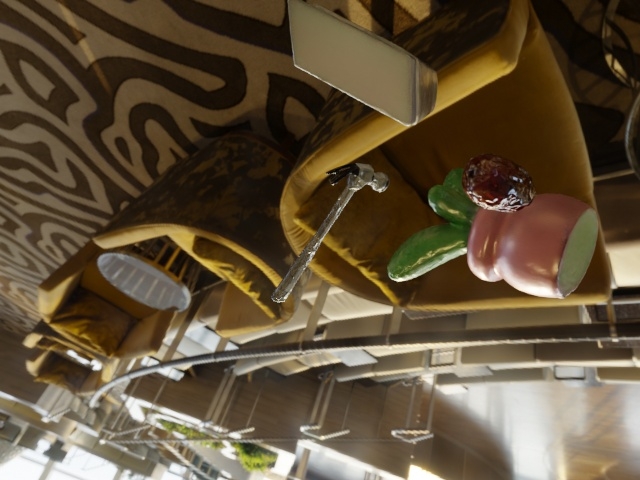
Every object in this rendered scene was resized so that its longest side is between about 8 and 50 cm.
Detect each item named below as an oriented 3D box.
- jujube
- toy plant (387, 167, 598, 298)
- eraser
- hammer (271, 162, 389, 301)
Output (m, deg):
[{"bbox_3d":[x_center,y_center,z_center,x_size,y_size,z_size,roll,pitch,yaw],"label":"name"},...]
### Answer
[{"bbox_3d":[0.262,-0.079,0.601,0.129,0.077,0.077,12,152,-34],"label":"jujube"},{"bbox_3d":[0.340,-0.005,0.853,0.356,0.317,0.210,26,168,40],"label":"toy plant"},{"bbox_3d":[0.096,-0.283,0.677,0.213,0.397,0.082,31,116,7],"label":"eraser"},{"bbox_3d":[0.000,-0.001,0.985,0.152,0.044,0.427,7,127,-38],"label":"hammer"}]
